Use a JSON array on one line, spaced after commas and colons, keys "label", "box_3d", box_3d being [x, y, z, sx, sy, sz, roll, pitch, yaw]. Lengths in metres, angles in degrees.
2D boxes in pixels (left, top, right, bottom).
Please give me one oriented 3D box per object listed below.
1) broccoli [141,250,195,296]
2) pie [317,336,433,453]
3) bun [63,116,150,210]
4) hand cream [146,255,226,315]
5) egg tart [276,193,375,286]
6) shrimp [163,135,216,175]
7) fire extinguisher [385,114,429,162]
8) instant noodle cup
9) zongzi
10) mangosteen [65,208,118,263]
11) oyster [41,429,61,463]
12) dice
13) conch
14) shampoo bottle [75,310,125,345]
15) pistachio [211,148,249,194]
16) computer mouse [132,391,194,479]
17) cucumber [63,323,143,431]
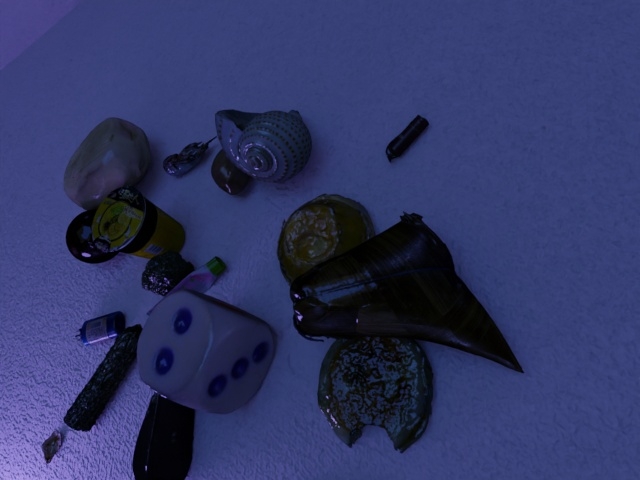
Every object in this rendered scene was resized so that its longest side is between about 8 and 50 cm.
[{"label": "broccoli", "box_3d": [-0.483, 0.109, 1.457, 0.162, 0.146, 0.138, -43, 19, -10]}, {"label": "pie", "box_3d": [0.129, 0.345, 1.111, 0.302, 0.067, 0.303, -8, 67, 20]}, {"label": "bun", "box_3d": [-0.758, -0.268, 1.689, 0.361, 0.213, 0.361, -22, 51, 30]}, {"label": "hand cream", "box_3d": [-0.406, 0.158, 1.431, 0.275, 0.050, 0.079, -42, 96, 4]}, {"label": "egg tart", "box_3d": [0.000, 0.000, 1.275, 0.314, 0.120, 0.315, -9, 68, 23]}, {"label": "shrimp", "box_3d": [-0.453, -0.306, 1.636, 0.232, 0.079, 0.090, -32, 22, 8]}, {"label": "fire extinguisher", "box_3d": [0.236, -0.287, 1.322, 0.157, 0.045, 0.078, -48, 31, 3]}, {"label": "instant noodle cup", "box_3d": [-0.566, -0.031, 1.485, 0.215, 0.236, 0.216, -9, 67, 23]}, {"label": "zongzi", "box_3d": [0.174, 0.189, 1.030, 0.403, 0.208, 0.432, -26, 65, -14]}, {"label": "mangosteen", "box_3d": [-0.793, -0.021, 1.635, 0.194, 0.194, 0.230, -57, 34, -4]}, {"label": "oyster", "box_3d": [-0.856, 0.656, 1.478, 0.051, 0.034, 0.093, 20, 68, 14]}, {"label": "dice", "box_3d": [-0.297, 0.289, 1.226, 0.243, 0.259, 0.251, 18, 80, 32]}, {"label": "conch", "box_3d": [-0.167, -0.295, 1.410, 0.302, 0.319, 0.215, 15, 109, 12]}, {"label": "shampoo bottle", "box_3d": [-0.738, 0.298, 1.549, 0.182, 0.050, 0.087, -17, 67, 18]}, {"label": "pistachio", "box_3d": [-0.288, -0.231, 1.503, 0.124, 0.124, 0.185, -5, 64, 23]}, {"label": "computer mouse", "box_3d": [-0.423, 0.531, 1.243, 0.087, 0.168, 0.296, -9, 65, 24]}, {"label": "cucumber", "box_3d": [-0.659, 0.413, 1.441, 0.096, 0.096, 0.360, 26, 83, 31]}]
